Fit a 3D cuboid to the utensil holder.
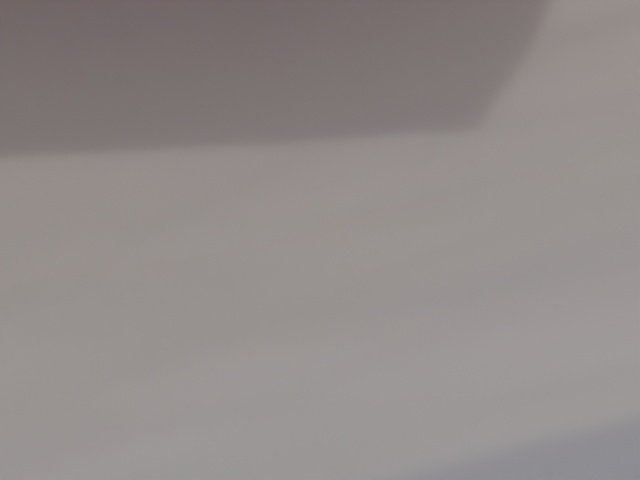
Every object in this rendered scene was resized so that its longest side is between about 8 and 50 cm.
[{"bbox_3d":[0.000,0.000,0.491,0.385,0.327,0.327,-15,-125,-14],"label":"utensil holder"}]
